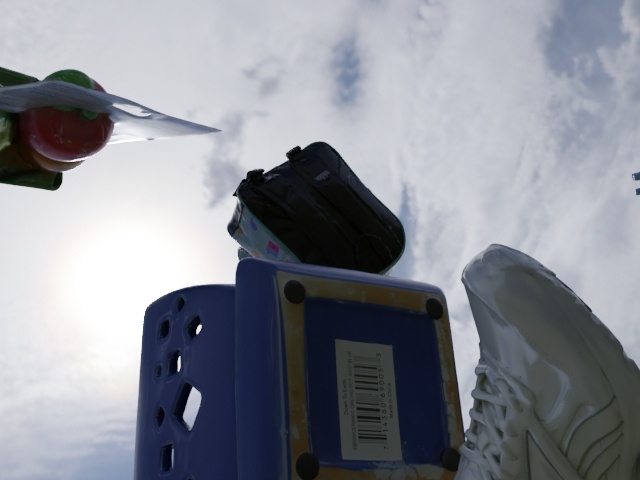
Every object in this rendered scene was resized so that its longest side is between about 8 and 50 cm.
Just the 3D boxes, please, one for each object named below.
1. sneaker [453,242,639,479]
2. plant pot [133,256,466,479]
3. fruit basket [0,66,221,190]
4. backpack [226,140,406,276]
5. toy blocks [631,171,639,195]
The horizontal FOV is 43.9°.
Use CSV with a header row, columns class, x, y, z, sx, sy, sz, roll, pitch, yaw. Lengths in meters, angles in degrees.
class,x,y,z,sx,sy,sz,roll,pitch,yaw
sneaker,0.114,0.109,0.426,0.115,0.090,0.232,-30,-65,-1
plant pot,-0.012,0.145,0.683,0.236,0.212,0.235,11,-116,-31
fruit basket,-0.360,-0.165,1.019,0.327,0.353,0.165,5,-101,-64
backpack,0.000,0.000,0.940,0.166,0.188,0.144,-32,-28,-36
toy blocks,0.406,-0.050,0.827,0.148,0.054,0.123,-10,-46,16
